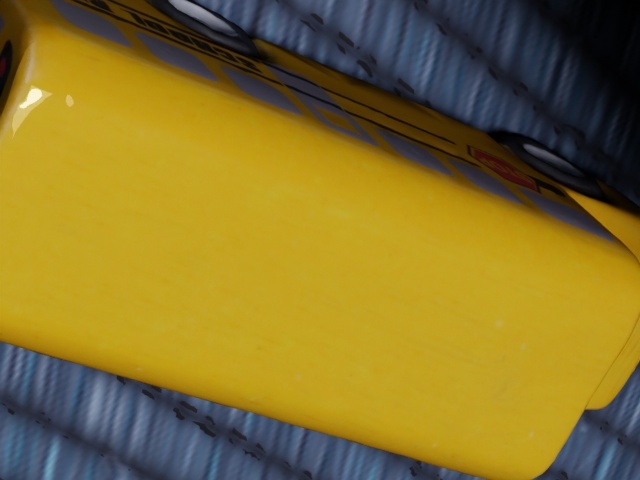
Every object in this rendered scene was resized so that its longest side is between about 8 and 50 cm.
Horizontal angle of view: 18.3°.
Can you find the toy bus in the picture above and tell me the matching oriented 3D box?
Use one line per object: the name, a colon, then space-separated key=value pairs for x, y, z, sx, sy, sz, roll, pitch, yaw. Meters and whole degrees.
toy bus: x=0.000 y=0.000 z=0.722 sx=0.332 sy=0.130 sz=0.108 roll=20 pitch=106 yaw=-35
